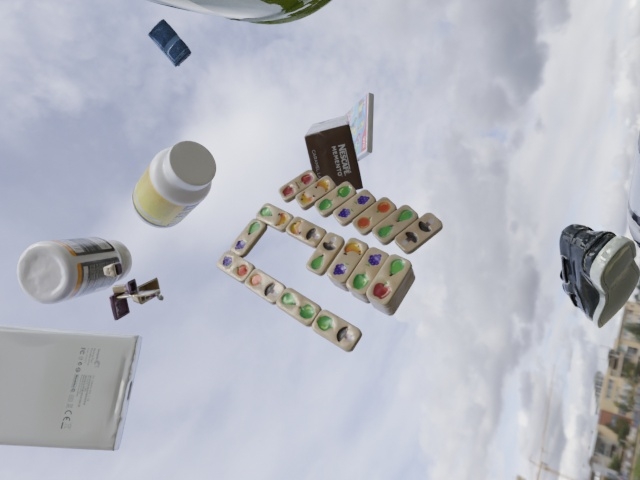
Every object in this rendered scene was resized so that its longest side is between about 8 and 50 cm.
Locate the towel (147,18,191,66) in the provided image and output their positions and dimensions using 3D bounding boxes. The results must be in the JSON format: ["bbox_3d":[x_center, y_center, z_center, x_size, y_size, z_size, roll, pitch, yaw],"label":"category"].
[{"bbox_3d":[-0.427,-0.561,1.204,0.119,0.067,0.029,50,-168,-6],"label":"towel"}]

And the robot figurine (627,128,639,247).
[{"bbox_3d":[0.512,-0.088,0.560,0.209,0.174,0.278,-28,-52,-6],"label":"robot figurine"}]

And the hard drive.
[{"bbox_3d":[-0.529,0.277,0.812,0.040,0.318,0.211,106,169,-68],"label":"hard drive"}]

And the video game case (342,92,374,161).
[{"bbox_3d":[0.106,-0.361,1.489,0.025,0.285,0.204,7,-100,-22],"label":"video game case"}]

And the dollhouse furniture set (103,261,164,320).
[{"bbox_3d":[-0.284,0.069,0.710,0.114,0.081,0.091,-47,-51,-77],"label":"dollhouse furniture set"}]

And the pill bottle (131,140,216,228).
[{"bbox_3d":[-0.457,-0.172,1.327,0.187,0.333,0.188,14,-115,-33],"label":"pill bottle"}]

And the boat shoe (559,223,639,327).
[{"bbox_3d":[0.527,0.070,0.829,0.127,0.113,0.340,-52,-43,4],"label":"boat shoe"}]

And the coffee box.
[{"bbox_3d":[0.033,-0.199,0.975,0.247,0.098,0.141,-84,-20,-69],"label":"coffee box"}]

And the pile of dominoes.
[{"bbox_3d":[0.000,0.000,0.532,0.196,0.251,0.040,-55,-32,-15],"label":"pile of dominoes"}]

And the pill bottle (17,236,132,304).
[{"bbox_3d":[-0.660,0.072,1.173,0.278,0.161,0.162,-22,-62,-81],"label":"pill bottle"}]

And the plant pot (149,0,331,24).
[{"bbox_3d":[-0.144,-0.396,0.421,0.353,0.365,0.367,-56,-43,-51],"label":"plant pot"}]
